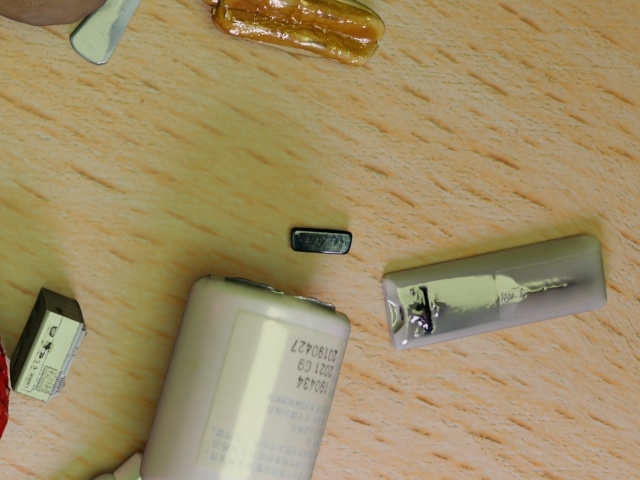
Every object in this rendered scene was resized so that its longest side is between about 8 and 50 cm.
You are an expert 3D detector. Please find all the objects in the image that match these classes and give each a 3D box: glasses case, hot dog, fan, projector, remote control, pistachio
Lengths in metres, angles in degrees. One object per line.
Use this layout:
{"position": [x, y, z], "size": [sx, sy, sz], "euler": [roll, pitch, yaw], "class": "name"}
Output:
{"position": [0.000, 0.000, 1.890], "size": [0.083, 0.023, 0.033], "euler": [4, 106, -12], "class": "glasses case"}
{"position": [-0.037, -0.292, 1.806], "size": [0.249, 0.076, 0.102], "euler": [11, 124, -21], "class": "hot dog"}
{"position": [-0.215, -0.343, 1.789], "size": [0.057, 0.023, 0.282], "euler": [38, 90, -14], "class": "fan"}
{"position": [-0.339, 0.131, 1.766], "size": [0.061, 0.147, 0.115], "euler": [24, 93, -16], "class": "projector"}
{"position": [0.246, 0.073, 1.943], "size": [0.313, 0.055, 0.109], "euler": [-11, 101, -11], "class": "remote control"}
{"position": [-0.314, -0.327, 1.648], "size": [0.213, 0.260, 0.163], "euler": [-19, 112, -1], "class": "pistachio"}

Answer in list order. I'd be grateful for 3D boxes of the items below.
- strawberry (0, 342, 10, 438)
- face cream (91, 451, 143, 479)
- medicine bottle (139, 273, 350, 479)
{"position": [-0.498, 0.148, 1.699], "size": [0.257, 0.257, 0.277], "euler": [7, 64, -14], "class": "strawberry"}
{"position": [-0.317, 0.382, 1.845], "size": [0.269, 0.082, 0.082], "euler": [-41, 105, -4], "class": "face cream"}
{"position": [-0.106, 0.242, 1.778], "size": [0.213, 0.213, 0.378], "euler": [18, 84, -15], "class": "medicine bottle"}
